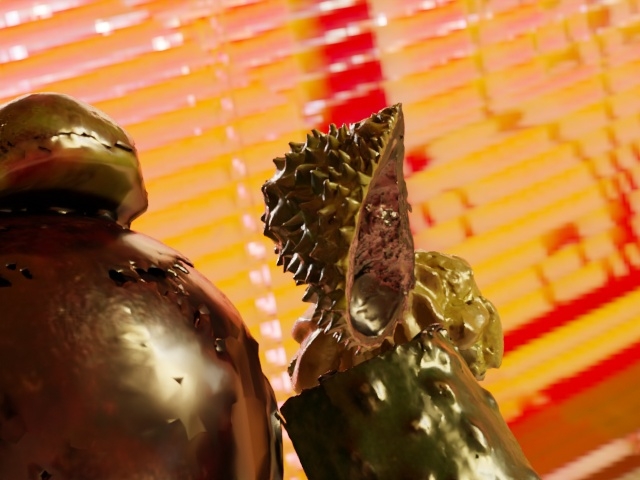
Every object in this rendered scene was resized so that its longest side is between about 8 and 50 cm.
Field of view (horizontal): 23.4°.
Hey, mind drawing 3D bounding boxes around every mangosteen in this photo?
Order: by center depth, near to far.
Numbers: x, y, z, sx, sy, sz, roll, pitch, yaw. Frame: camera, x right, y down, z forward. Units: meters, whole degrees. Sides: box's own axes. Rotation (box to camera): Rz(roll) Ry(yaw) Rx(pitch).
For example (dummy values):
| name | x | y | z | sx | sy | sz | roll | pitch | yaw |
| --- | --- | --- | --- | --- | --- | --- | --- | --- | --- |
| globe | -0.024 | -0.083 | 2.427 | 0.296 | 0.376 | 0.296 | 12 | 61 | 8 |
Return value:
| name | x | y | z | sx | sy | sz | roll | pitch | yaw |
| --- | --- | --- | --- | --- | --- | --- | --- | --- | --- |
| mangosteen | -0.204 | 0.121 | 1.091 | 0.381 | 0.381 | 0.421 | -2 | -112 | 18 |

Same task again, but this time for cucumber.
| name | x | y | z | sx | sy | sz | roll | pitch | yaw |
| --- | --- | --- | --- | --- | --- | --- | --- | --- | --- |
| cucumber | 0.100 | 0.211 | 0.973 | 0.105 | 0.325 | 0.145 | -32 | 164 | 26 |

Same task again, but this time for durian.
| name | x | y | z | sx | sy | sz | roll | pitch | yaw |
| --- | --- | --- | --- | --- | --- | --- | --- | --- | --- |
| durian | -0.002 | -0.001 | 1.116 | 0.108 | 0.186 | 0.119 | 15 | -142 | 27 |

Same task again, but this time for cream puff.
| name | x | y | z | sx | sy | sz | roll | pitch | yaw |
| --- | --- | --- | --- | --- | --- | --- | --- | --- | --- |
| cream puff | 0.065 | 0.087 | 1.511 | 0.221 | 0.194 | 0.195 | -38 | -151 | -10 |
